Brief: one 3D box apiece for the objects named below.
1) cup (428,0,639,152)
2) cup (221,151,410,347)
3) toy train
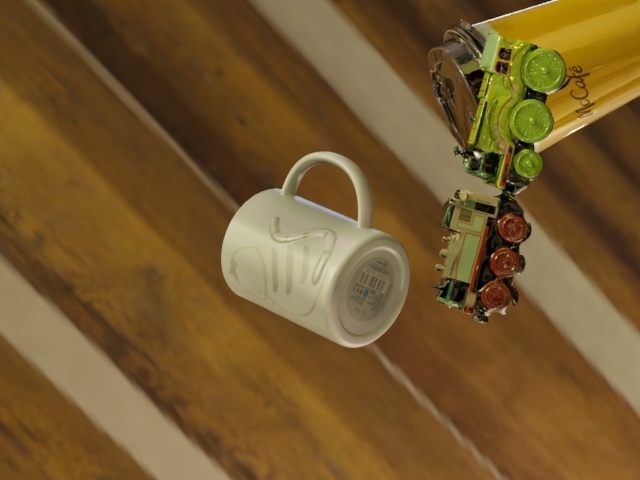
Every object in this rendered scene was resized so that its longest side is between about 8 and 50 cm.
[{"bbox_3d":[0.283,-0.206,1.836,0.196,0.280,0.196,158,90,-82],"label":"cup"},{"bbox_3d":[-0.007,0.007,1.240,0.099,0.136,0.133,-33,-140,-32],"label":"cup"},{"bbox_3d":[0.153,-0.052,1.319,0.085,0.249,0.053,11,-175,-6],"label":"toy train"}]
